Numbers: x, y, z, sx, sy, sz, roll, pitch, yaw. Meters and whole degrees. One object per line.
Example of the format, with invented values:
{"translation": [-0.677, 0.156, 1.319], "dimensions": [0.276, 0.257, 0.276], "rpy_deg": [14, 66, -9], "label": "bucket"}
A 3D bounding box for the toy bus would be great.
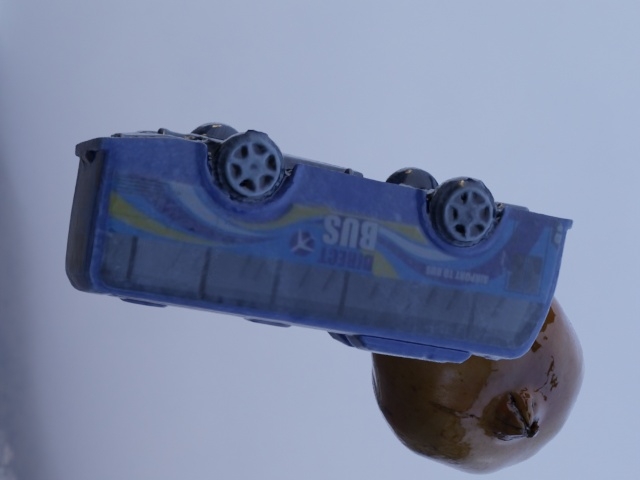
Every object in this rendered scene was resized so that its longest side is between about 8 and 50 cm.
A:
{"translation": [-0.001, 0.002, 0.623], "dimensions": [0.079, 0.237, 0.094], "rpy_deg": [-157, -101, -70], "label": "toy bus"}

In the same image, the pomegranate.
{"translation": [0.147, 0.114, 1.216], "dimensions": [0.209, 0.209, 0.209], "rpy_deg": [-176, -90, -69], "label": "pomegranate"}
